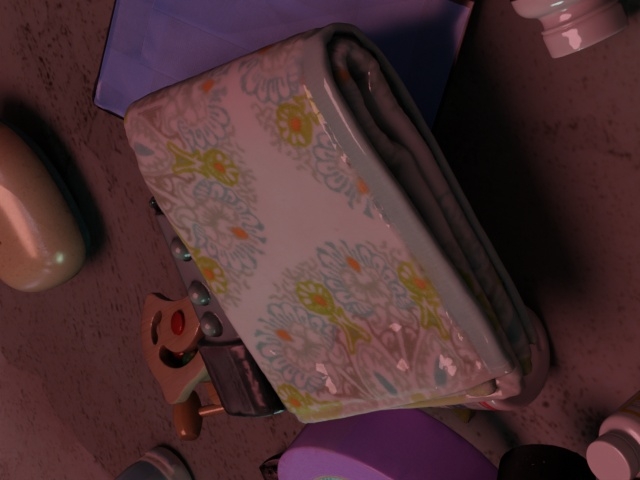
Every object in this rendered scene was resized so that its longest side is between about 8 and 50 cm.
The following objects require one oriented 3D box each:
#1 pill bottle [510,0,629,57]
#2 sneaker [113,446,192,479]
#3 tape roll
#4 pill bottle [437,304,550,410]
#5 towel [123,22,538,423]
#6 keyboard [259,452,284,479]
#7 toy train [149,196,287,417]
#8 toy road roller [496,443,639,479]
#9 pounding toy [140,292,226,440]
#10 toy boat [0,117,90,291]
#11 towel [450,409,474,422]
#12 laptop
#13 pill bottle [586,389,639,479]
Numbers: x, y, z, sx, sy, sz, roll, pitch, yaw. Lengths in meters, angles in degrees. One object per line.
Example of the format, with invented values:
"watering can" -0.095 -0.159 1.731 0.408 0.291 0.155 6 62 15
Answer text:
"pill bottle" 0.187 -0.240 1.268 0.094 0.094 0.169 -16 102 52
"sneaker" -0.259 0.466 2.217 0.135 0.150 0.366 24 131 39
"tape roll" 0.089 0.288 1.685 0.275 0.090 0.275 29 150 19
"pill bottle" 0.132 0.116 1.566 0.180 0.108 0.108 -4 111 50
"towel" 0.000 0.000 1.443 0.320 0.090 0.374 -15 110 47
"keyboard" -0.020 0.352 1.974 0.100 0.038 0.192 -14 104 29
"toy train" -0.065 0.029 1.661 0.142 0.190 0.334 -3 112 49
"toy road roller" 0.282 0.358 1.481 0.241 0.202 0.329 4 140 13
"pounding toy" -0.115 0.116 1.881 0.269 0.155 0.154 -48 47 42
"toy boat" -0.443 -0.046 2.103 0.318 0.148 0.267 -22 102 45
"towel" 0.138 0.154 1.665 0.083 0.009 0.060 41 140 23
"laptop" -0.077 -0.236 1.394 0.382 0.236 0.408 25 168 23
"pill bottle" 0.294 0.175 1.412 0.065 0.116 0.065 29 134 35
